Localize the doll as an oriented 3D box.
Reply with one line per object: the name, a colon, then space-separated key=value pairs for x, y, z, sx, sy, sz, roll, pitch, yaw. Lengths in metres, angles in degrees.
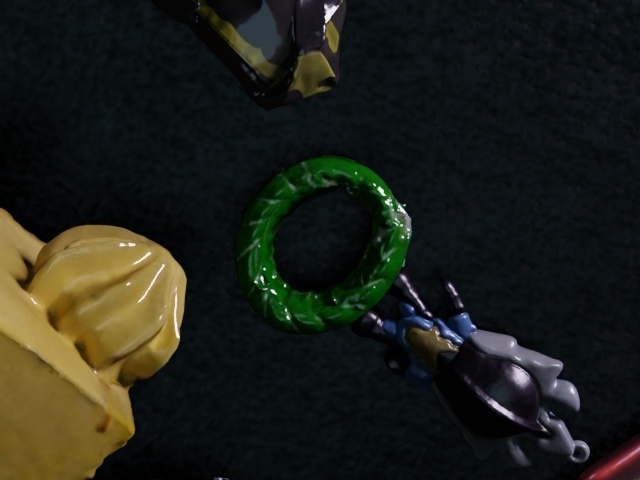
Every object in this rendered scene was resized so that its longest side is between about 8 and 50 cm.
doll: x=0.115 y=0.100 z=1.196 sx=0.195 sy=0.070 sz=0.096 roll=38 pitch=109 yaw=1

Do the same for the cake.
cake: x=-0.252 y=0.062 z=1.066 sx=0.286 sy=0.222 sz=0.227 roll=-47 pitch=127 yaw=4

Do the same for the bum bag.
bum bag: x=-0.073 y=-0.188 z=1.157 sx=0.232 sy=0.060 sz=0.107 roll=41 pitch=75 yaw=-6

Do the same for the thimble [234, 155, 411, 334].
thimble: x=0.000 y=0.000 z=1.169 sx=0.130 sy=0.090 sz=0.118 roll=-24 pitch=95 yaw=0

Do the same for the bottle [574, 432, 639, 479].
bottle: x=0.244 y=0.172 z=1.214 sx=0.164 sy=0.060 sz=0.060 roll=-33 pitch=96 yaw=2

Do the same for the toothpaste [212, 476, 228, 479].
toothpaste: x=-0.002 y=0.214 z=1.223 sx=0.170 sy=0.028 sz=0.045 roll=12 pitch=89 yaw=0
